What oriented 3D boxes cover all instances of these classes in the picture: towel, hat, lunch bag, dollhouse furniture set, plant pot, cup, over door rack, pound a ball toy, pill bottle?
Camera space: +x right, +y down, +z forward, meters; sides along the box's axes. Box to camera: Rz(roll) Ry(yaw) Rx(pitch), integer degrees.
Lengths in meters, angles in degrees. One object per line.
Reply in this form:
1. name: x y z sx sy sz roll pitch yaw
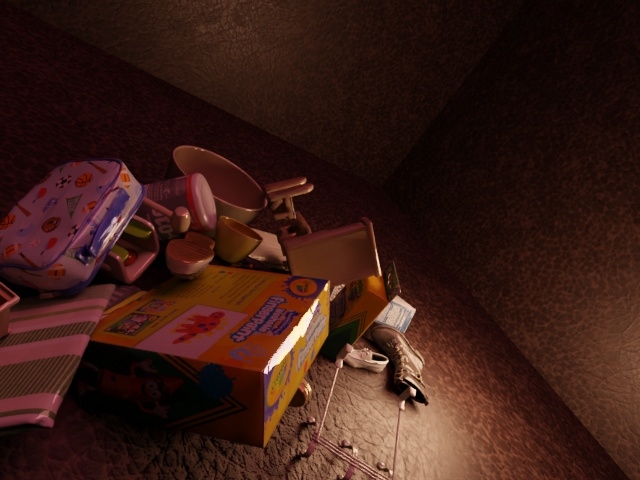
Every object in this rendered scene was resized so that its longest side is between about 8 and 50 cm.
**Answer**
1. towel: -0.503 0.193 0.795 0.247 0.038 0.325 -10 30 -1
2. hat: -0.244 0.129 1.403 0.331 0.134 0.331 34 6 -4
3. lunch bag: -0.503 -0.029 0.962 0.115 0.243 0.303 65 35 -49
4. towel: -0.223 0.030 1.761 0.282 0.049 0.187 16 30 -45
5. dollhouse furniture set: 0.000 0.000 1.530 0.256 0.362 0.394 -14 19 -7
6. plant pot: -0.240 0.006 1.327 0.134 0.095 0.134 30 7 -4
7. cup: -0.374 -0.114 1.554 0.331 0.237 0.331 31 22 -14
8. over door rack: 0.098 0.467 1.226 0.239 0.108 0.324 35 42 -5
9. pound a ball toy: -0.497 -0.024 1.156 0.319 0.136 0.208 22 50 10
10. pill bottle: -0.438 -0.074 1.289 0.161 0.283 0.161 -13 90 -88

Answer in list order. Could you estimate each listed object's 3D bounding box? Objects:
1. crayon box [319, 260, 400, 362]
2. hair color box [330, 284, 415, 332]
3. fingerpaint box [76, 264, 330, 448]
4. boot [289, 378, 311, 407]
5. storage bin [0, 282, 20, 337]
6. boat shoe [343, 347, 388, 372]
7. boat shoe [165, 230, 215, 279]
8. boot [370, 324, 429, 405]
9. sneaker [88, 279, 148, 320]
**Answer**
1. crayon box: 0.114 0.205 1.532 0.083 0.323 0.203 33 21 -12
2. hair color box: 0.160 0.217 1.792 0.347 0.105 0.174 24 4 -18
3. fingerpaint box: -0.210 0.207 1.028 0.370 0.163 0.445 6 16 13
4. boot: -0.158 0.350 1.110 0.262 0.095 0.203 31 20 1
5. storage bin: -0.650 0.111 0.689 0.260 0.123 0.262 38 43 1
6. boat shoe: 0.147 0.385 1.574 0.184 0.063 0.066 27 23 -24
7. boat shoe: -0.304 0.050 1.112 0.098 0.096 0.277 24 6 -6
8. boot: 0.276 0.425 1.659 0.263 0.091 0.229 38 20 -2
9. sneaker: -0.482 0.162 1.023 0.121 0.111 0.300 30 14 10
